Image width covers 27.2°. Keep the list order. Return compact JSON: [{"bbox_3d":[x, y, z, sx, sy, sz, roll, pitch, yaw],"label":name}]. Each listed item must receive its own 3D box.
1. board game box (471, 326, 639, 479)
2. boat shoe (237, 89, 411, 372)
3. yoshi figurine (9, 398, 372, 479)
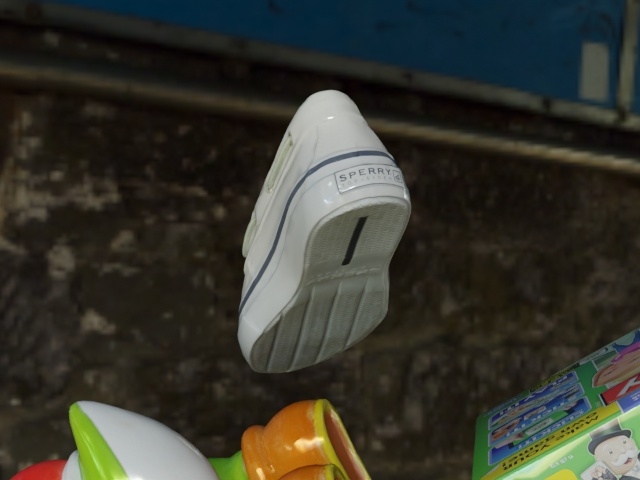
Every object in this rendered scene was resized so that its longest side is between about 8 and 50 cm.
[{"bbox_3d":[0.229,0.055,0.703,0.317,0.046,0.213,-30,-3,7],"label":"board game box"},{"bbox_3d":[0.000,0.000,0.733,0.083,0.075,0.226,-6,-27,-20],"label":"boat shoe"},{"bbox_3d":[-0.135,0.234,0.739,0.362,0.203,0.203,-19,-35,6],"label":"yoshi figurine"}]
